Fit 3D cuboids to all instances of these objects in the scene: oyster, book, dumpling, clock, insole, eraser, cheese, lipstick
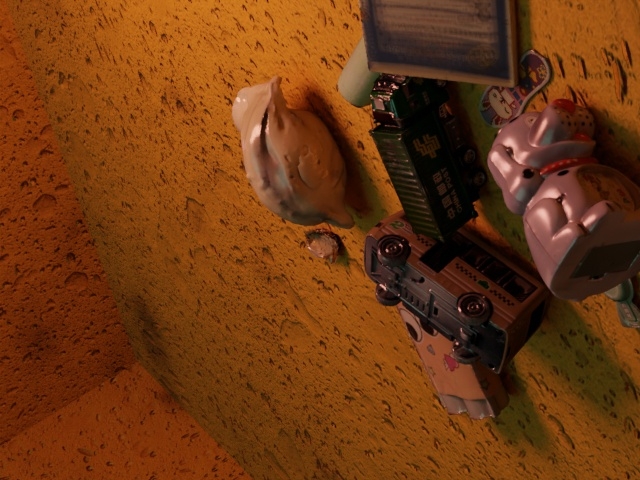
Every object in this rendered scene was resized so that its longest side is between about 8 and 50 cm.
[{"bbox_3d":[0.001,0.000,2.237,0.132,0.029,0.086,40,144,43],"label":"oyster"},{"bbox_3d":[0.144,-0.354,1.431,0.228,0.018,0.323,12,133,27],"label":"book"},{"bbox_3d":[-0.072,-0.140,2.014,0.242,0.187,0.318,7,128,57],"label":"dumpling"},{"bbox_3d":[0.312,-0.071,1.413,0.189,0.188,0.254,96,152,-54],"label":"clock"},{"bbox_3d":[0.266,-0.205,1.506,0.065,0.004,0.197,56,157,6],"label":"insole"},{"bbox_3d":[0.223,0.170,1.933,0.171,0.087,0.291,-1,117,64],"label":"eraser"},{"bbox_3d":[0.415,0.070,1.516,0.121,0.026,0.067,63,157,-10],"label":"cheese"},{"bbox_3d":[0.097,-0.298,1.639,0.076,0.076,0.304,54,157,9],"label":"lipstick"}]

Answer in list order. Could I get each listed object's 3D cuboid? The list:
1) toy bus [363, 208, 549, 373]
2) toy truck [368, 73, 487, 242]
[{"bbox_3d":[0.211,0.064,1.726,0.289,0.157,0.139,36,151,27],"label":"toy bus"},{"bbox_3d":[0.159,-0.140,1.636,0.088,0.121,0.259,16,136,56],"label":"toy truck"}]
